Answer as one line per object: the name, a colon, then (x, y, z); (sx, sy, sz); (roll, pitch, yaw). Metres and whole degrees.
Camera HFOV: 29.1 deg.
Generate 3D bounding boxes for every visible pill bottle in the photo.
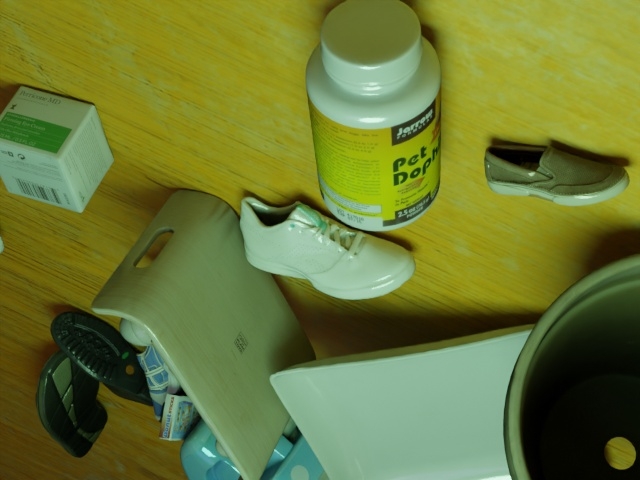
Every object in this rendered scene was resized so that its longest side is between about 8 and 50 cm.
pill bottle: (0.049, -0.112, 1.094); (0.117, 0.117, 0.215); (16, 148, 16)

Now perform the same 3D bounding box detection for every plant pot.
plant pot: (0.327, 0.197, 1.224); (0.323, 0.323, 0.280); (22, 167, 6)

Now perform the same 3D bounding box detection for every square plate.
square plate: (0.153, 0.215, 1.488); (0.344, 0.049, 0.347); (-11, 138, 14)

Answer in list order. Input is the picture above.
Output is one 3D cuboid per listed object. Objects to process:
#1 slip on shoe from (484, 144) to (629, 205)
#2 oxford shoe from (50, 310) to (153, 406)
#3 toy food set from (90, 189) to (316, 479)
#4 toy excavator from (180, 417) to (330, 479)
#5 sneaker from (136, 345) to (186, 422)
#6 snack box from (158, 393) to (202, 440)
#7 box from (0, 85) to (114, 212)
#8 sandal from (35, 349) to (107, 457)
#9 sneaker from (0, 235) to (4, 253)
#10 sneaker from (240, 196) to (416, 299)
slip on shoe: (0.212, -0.065, 1.119); (0.135, 0.051, 0.041); (9, 134, 36)
oxford shoe: (-0.321, 0.188, 1.859); (0.227, 0.082, 0.096); (40, 148, -22)
toy food set: (-0.127, 0.123, 1.421); (0.092, 0.219, 0.306); (-11, 121, 31)
toy excavator: (-0.100, 0.243, 1.684); (0.445, 0.222, 0.433); (39, 147, -5)
sneaker: (-0.219, 0.182, 1.778); (0.081, 0.080, 0.211); (29, 133, 16)
snack box: (-0.174, 0.257, 1.791); (0.022, 0.064, 0.178); (9, 176, 26)
box: (-0.306, -0.103, 1.398); (0.101, 0.087, 0.102); (16, 147, 16)
sandal: (-0.427, 0.271, 2.038); (0.086, 0.120, 0.302); (32, 152, 17)
sneaker: (-0.548, -0.018, 1.678); (0.232, 0.115, 0.090); (25, 149, 2)
sneaker: (0.000, 0.000, 1.351); (0.212, 0.080, 0.094); (11, 134, 26)
